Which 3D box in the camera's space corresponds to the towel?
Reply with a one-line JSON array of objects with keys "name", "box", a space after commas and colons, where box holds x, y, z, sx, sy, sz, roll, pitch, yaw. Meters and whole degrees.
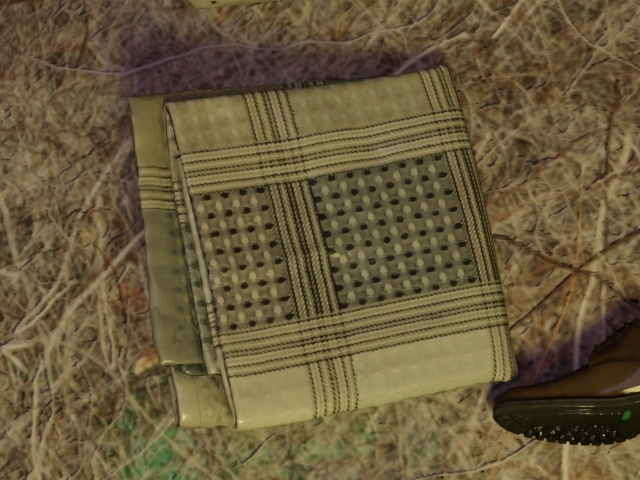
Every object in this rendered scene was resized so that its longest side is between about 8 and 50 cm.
[{"name": "towel", "box": [0.000, 0.000, 1.240, 0.324, 0.056, 0.312, -8, 80, -14]}]

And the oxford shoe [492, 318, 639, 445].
[{"name": "oxford shoe", "box": [0.262, 0.123, 1.225, 0.227, 0.083, 0.096, -11, 58, 13]}]

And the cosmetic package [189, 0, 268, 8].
[{"name": "cosmetic package", "box": [0.044, -0.386, 1.323, 0.377, 0.097, 0.285, -5, 84, 12]}]
